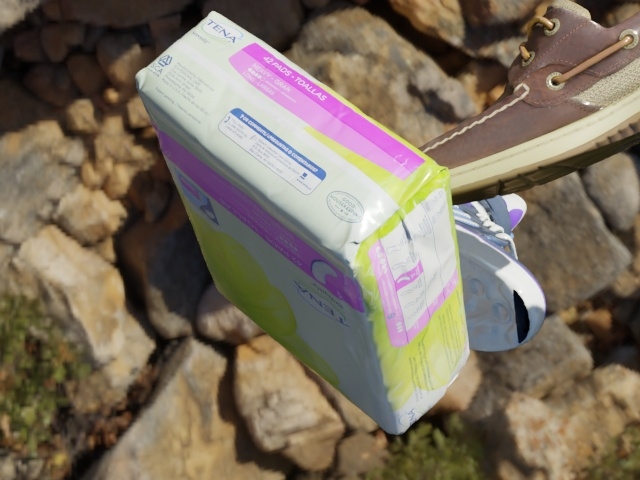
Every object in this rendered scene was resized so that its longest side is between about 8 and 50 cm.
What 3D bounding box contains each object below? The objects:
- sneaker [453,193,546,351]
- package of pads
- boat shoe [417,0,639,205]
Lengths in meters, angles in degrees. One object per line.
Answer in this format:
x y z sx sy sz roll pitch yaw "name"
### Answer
0.171 -0.004 1.375 0.236 0.322 0.130 -25 118 -34 "sneaker"
0.000 0.000 0.942 0.101 0.229 0.296 -43 152 -17 "package of pads"
0.205 -0.129 0.987 0.342 0.123 0.123 -24 82 15 "boat shoe"
